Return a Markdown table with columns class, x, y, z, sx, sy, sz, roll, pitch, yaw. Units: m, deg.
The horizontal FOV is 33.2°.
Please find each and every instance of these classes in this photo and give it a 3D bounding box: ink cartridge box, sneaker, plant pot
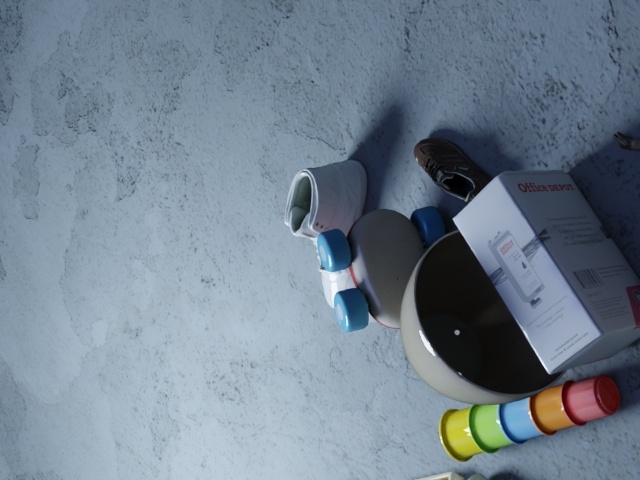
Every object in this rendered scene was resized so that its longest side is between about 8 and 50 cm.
| class | x | y | z | sx | sy | sz | roll | pitch | yaw |
| --- | --- | --- | --- | --- | --- | --- | --- | --- | --- |
| ink cartridge box | 0.360 | 0.040 | 1.621 | 0.117 | 0.207 | 0.283 | -45 | 64 | 35 |
| sneaker | 0.000 | 0.000 | 2.011 | 0.108 | 0.169 | 0.293 | 9 | 103 | 43 |
| plant pot | 0.241 | 0.148 | 1.734 | 0.284 | 0.284 | 0.191 | 64 | 149 | 17 |
| sneaker | 0.218 | -0.121 | 1.839 | 0.188 | 0.071 | 0.066 | 37 | 120 | 36 |

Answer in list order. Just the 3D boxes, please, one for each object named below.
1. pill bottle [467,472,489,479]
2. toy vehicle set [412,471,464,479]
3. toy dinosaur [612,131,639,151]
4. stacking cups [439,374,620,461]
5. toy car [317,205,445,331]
| class | x | y | z | sx | sy | sz | roll | pitch | yaw |
| --- | --- | --- | --- | --- | --- | --- | --- | --- | --- |
| pill bottle | 0.302 | 0.465 | 1.835 | 0.137 | 0.078 | 0.078 | 40 | 122 | 35 |
| toy vehicle set | 0.175 | 0.554 | 1.908 | 0.166 | 0.035 | 0.267 | -27 | 43 | 44 |
| toy dinosaur | 0.507 | -0.111 | 1.575 | 0.183 | 0.053 | 0.093 | 59 | 147 | 31 |
| stacking cups | 0.337 | 0.283 | 1.763 | 0.316 | 0.096 | 0.096 | -30 | 75 | 43 |
| toy car | 0.101 | 0.066 | 1.935 | 0.238 | 0.219 | 0.210 | 138 | 117 | -72 |
